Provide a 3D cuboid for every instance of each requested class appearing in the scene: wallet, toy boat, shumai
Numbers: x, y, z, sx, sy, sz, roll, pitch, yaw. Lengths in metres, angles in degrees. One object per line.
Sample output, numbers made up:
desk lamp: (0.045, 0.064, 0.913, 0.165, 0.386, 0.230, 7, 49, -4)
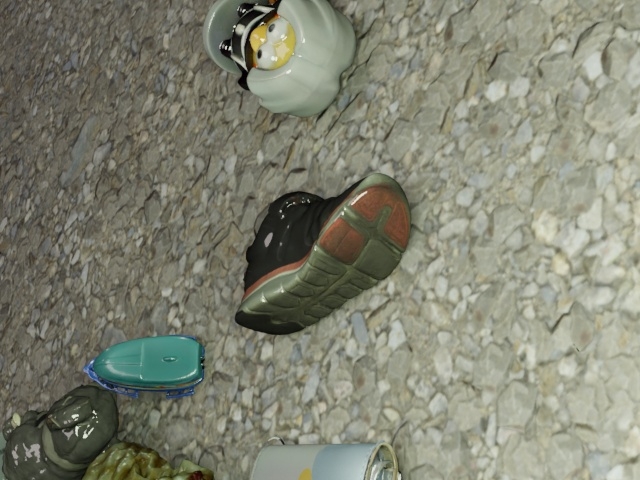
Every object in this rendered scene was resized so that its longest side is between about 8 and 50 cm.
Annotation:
wallet: (-0.006, 0.303, 1.192, 0.231, 0.069, 0.170, -12, 57, 53)
toy boat: (-0.241, 0.180, 1.505, 0.174, 0.110, 0.091, -2, 69, 5)
shumai: (-0.199, 0.370, 1.344, 0.218, 0.189, 0.256, -19, 44, 24)

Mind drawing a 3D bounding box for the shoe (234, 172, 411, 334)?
shoe: (0.000, 0.000, 1.282, 0.291, 0.114, 0.137, -39, 44, 38)

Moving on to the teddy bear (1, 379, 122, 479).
teddy bear: (-0.332, 0.282, 1.533, 0.251, 0.171, 0.144, -31, 22, 40)

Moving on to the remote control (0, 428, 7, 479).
remote control: (-0.483, 0.435, 1.710, 0.140, 0.056, 0.296, -29, 56, 38)

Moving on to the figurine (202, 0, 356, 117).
figurine: (-0.048, -0.261, 1.418, 0.236, 0.133, 0.176, 39, 108, 53)
